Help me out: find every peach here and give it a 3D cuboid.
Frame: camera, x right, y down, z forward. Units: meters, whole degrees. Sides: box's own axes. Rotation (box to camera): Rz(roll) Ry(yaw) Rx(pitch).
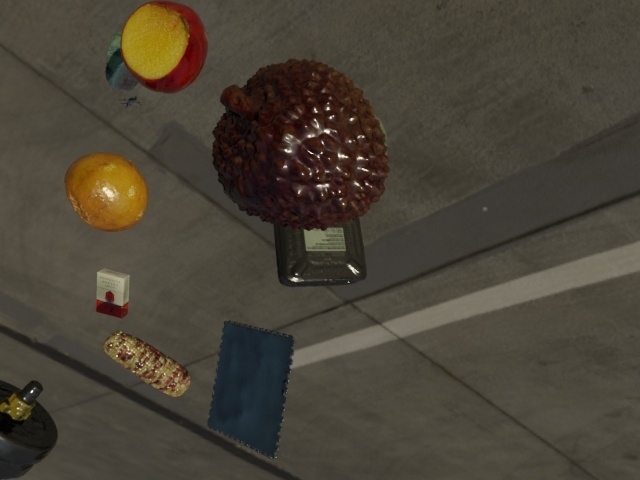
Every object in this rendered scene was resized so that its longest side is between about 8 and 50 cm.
[{"bbox_3d":[-0.342,-0.425,1.177,0.190,0.190,0.192,25,161,-9],"label":"peach"}]

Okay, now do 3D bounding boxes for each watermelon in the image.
[{"bbox_3d":[-0.598,-0.551,1.633,0.081,0.094,0.180,-2,97,19],"label":"watermelon"}]

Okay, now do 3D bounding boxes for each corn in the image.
[{"bbox_3d":[-0.503,0.357,1.553,0.098,0.098,0.290,-21,128,41],"label":"corn"}]

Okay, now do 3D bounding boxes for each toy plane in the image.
[{"bbox_3d":[-0.596,-0.437,1.688,0.084,0.024,0.078,-13,170,43],"label":"toy plane"}]

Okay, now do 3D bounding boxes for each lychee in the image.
[{"bbox_3d":[-0.036,-0.162,0.945,0.330,0.305,0.306,31,143,-34],"label":"lychee"}]

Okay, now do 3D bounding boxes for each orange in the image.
[{"bbox_3d":[-0.556,-0.127,1.403,0.219,0.193,0.219,52,166,18],"label":"orange"}]

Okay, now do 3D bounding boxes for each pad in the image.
[{"bbox_3d":[-0.165,0.330,1.226,0.012,0.269,0.269,14,174,-44],"label":"pad"}]

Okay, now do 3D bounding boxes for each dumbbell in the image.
[{"bbox_3d":[-0.598,0.386,0.867,0.185,0.388,0.185,39,172,7],"label":"dumbbell"}]

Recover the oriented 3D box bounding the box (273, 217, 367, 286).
[{"bbox_3d":[0.000,0.000,1.658,0.290,0.288,0.073,1,164,-25],"label":"box"}]

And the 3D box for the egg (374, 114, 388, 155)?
[{"bbox_3d":[0.061,-0.196,1.171,0.169,0.169,0.236,20,158,-2],"label":"egg"}]

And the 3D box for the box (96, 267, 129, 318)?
[{"bbox_3d":[-0.701,0.179,1.806,0.100,0.048,0.152,14,108,11],"label":"box"}]
